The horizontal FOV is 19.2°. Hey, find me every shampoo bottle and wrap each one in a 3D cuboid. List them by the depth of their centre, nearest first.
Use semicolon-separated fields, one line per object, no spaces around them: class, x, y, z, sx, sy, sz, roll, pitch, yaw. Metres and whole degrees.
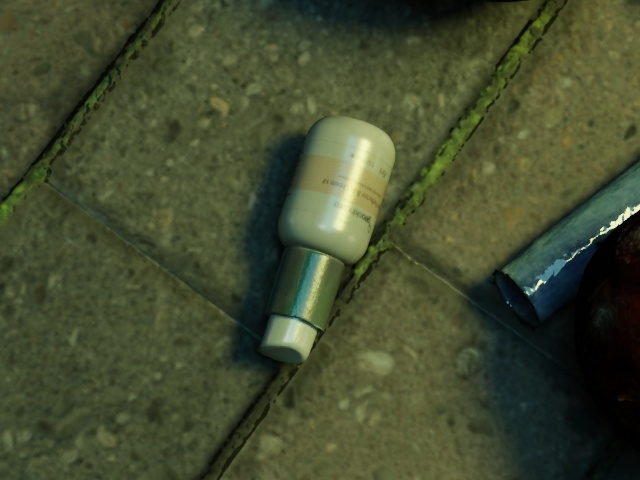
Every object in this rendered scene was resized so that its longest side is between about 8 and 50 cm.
shampoo bottle;0.000;0.000;1.469;0.074;0.074;0.192;19;77;-4

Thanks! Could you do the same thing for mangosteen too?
mangosteen;0.291;0.093;1.395;0.235;0.235;0.261;31;44;-1

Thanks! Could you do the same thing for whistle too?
whistle;0.271;-0.041;1.521;0.304;0.062;0.062;-36;86;-13
